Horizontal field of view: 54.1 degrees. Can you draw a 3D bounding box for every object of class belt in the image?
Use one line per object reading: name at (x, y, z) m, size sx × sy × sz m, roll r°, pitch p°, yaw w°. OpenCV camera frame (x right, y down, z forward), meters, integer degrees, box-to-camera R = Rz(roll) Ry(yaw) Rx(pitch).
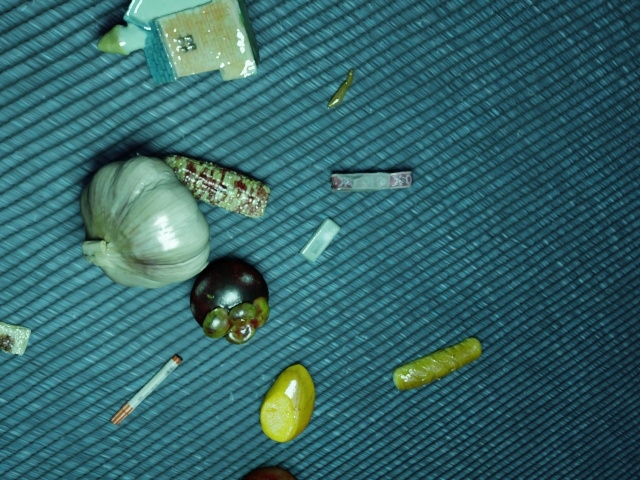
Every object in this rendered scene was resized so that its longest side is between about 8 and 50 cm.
belt at (0.132, -0.153, 1.633) m, size 0.232 × 0.071 × 0.053 m, roll -5°, pitch 99°, yaw -19°

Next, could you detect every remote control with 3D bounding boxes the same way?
remote control at (0.000, 0.000, 1.658) m, size 0.053 × 0.018 × 0.124 m, roll 37°, pitch 91°, yaw -21°

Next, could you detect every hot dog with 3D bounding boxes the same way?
hot dog at (0.348, 0.362, 1.845) m, size 0.286 × 0.061 × 0.087 m, roll -26°, pitch 99°, yaw -10°

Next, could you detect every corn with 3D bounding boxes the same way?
corn at (-0.259, -0.133, 1.502) m, size 0.290 × 0.098 × 0.098 m, roll 18°, pitch 99°, yaw -18°

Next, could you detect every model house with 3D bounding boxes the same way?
model house at (-0.321, -0.468, 1.365) m, size 0.325 × 0.194 × 0.267 m, roll -14°, pitch 113°, yaw 2°

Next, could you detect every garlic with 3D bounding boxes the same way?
garlic at (-0.390, -0.034, 1.395) m, size 0.322 × 0.241 × 0.321 m, roll 2°, pitch 126°, yaw 2°

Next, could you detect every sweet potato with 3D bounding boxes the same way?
sweet potato at (0.055, -0.375, 1.570) m, size 0.026 × 0.026 × 0.115 m, roll 34°, pitch 90°, yaw -22°

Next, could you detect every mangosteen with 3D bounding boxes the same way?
mangosteen at (-0.218, 0.148, 1.534) m, size 0.210 × 0.210 × 0.209 m, roll -5°, pitch 106°, yaw -16°

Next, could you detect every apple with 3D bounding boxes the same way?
apple at (-0.140, 0.727, 1.706) m, size 0.234 × 0.234 × 0.233 m, roll -5°, pitch 106°, yaw -16°

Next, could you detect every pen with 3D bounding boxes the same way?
pen at (-0.448, 0.385, 1.619) m, size 0.239 × 0.028 × 0.028 m, roll -45°, pitch 112°, yaw -2°

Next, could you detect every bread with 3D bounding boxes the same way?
bread at (-0.736, 0.231, 1.485) m, size 0.083 × 0.035 × 0.070 m, roll 23°, pitch 96°, yaw -19°

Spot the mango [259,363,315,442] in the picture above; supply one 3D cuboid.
mango at (-0.085, 0.438, 1.711) m, size 0.141 × 0.102 × 0.217 m, roll 15°, pitch 98°, yaw 4°
